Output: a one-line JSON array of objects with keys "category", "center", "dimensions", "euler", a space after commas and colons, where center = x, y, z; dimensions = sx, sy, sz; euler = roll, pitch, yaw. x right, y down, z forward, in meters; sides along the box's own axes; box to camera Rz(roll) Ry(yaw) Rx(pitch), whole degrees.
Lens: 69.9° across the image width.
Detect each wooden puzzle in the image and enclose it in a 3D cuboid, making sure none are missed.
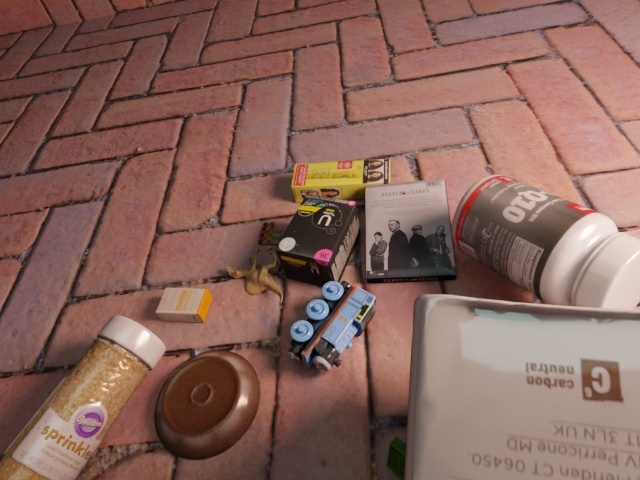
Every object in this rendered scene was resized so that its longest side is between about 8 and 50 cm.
[{"category": "wooden puzzle", "center": [-0.116, -0.011, 1.058], "dimensions": [0.049, 0.006, 0.083], "euler": [0, 50, 12]}]

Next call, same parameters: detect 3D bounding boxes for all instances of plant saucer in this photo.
[{"category": "plant saucer", "center": [-0.207, 0.279, 0.813], "dimensions": [0.198, 0.036, 0.199], "euler": [-6, 50, 8]}]

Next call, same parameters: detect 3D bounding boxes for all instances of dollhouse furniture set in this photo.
[{"category": "dollhouse furniture set", "center": [0.169, 0.301, 0.718], "dimensions": [0.076, 0.059, 0.151], "euler": [26, 40, 38]}]

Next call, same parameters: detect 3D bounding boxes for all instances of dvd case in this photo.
[{"category": "dvd case", "center": [0.184, -0.024, 0.968], "dimensions": [0.179, 0.030, 0.239], "euler": [-3, 57, 10]}]

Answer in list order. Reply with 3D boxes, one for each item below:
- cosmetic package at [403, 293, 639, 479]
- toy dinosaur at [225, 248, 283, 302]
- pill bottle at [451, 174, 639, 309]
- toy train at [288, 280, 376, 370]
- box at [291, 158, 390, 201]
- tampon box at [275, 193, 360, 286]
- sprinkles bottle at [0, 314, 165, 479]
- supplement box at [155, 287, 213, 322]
[{"category": "cosmetic package", "center": [0.256, 0.244, 0.440], "dimensions": [0.329, 0.394, 0.328], "euler": [1, 75, 15]}, {"category": "toy dinosaur", "center": [-0.118, 0.076, 0.968], "dimensions": [0.183, 0.053, 0.093], "euler": [20, 72, 36]}, {"category": "pill bottle", "center": [0.374, 0.007, 0.761], "dimensions": [0.161, 0.161, 0.283], "euler": [-33, 39, -15]}, {"category": "toy train", "center": [0.022, 0.156, 0.840], "dimensions": [0.105, 0.080, 0.184], "euler": [27, 60, 24]}, {"category": "box", "center": [0.052, -0.144, 1.099], "dimensions": [0.232, 0.058, 0.088], "euler": [-1, 52, 12]}, {"category": "tampon box", "center": [0.000, 0.000, 0.959], "dimensions": [0.120, 0.102, 0.161], "euler": [11, 54, 22]}, {"category": "sprinkles bottle", "center": [-0.418, 0.304, 0.783], "dimensions": [0.121, 0.121, 0.356], "euler": [14, 55, 23]}, {"category": "supplement box", "center": [-0.282, 0.134, 0.952], "dimensions": [0.098, 0.036, 0.062], "euler": [1, 51, 13]}]
